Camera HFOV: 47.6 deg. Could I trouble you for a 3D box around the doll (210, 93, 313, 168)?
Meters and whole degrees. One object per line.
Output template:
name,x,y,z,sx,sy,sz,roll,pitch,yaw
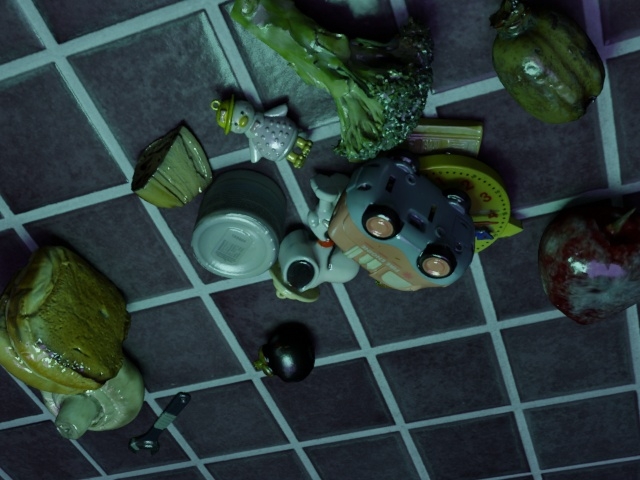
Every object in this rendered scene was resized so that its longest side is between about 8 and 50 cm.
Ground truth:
doll,-0.112,-0.210,1.364,0.207,0.081,0.129,27,107,-15

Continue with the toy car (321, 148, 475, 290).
toy car,0.141,-0.016,1.346,0.270,0.180,0.212,34,139,-12

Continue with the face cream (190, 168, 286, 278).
face cream,-0.162,-0.031,1.464,0.177,0.153,0.177,3,129,4

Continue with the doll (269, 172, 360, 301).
doll,-0.019,-0.004,1.503,0.208,0.144,0.271,-17,130,-6

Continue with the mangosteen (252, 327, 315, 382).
mangosteen,-0.088,0.278,1.721,0.151,0.137,0.137,-17,126,8

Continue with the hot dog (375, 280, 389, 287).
hot dog,0.164,0.094,1.628,0.083,0.021,0.037,11,149,-9

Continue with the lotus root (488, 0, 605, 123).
lotus root,0.365,-0.313,1.214,0.154,0.154,0.278,-35,120,27

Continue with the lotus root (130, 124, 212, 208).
lotus root,-0.301,-0.135,1.438,0.159,0.095,0.135,-46,128,-13

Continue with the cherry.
cherry,0.550,0.048,1.450,0.230,0.203,0.300,1,130,-2

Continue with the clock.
clock,0.241,-0.047,1.449,0.277,0.071,0.293,-33,126,32

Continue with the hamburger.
hamburger,-0.551,0.178,1.558,0.174,0.304,0.284,-33,120,28

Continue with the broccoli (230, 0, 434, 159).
broccoli,0.033,-0.316,1.219,0.252,0.221,0.361,-23,118,43

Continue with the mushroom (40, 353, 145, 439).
mushroom,-0.565,0.373,1.762,0.260,0.234,0.254,8,125,-2

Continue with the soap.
soap,0.182,-0.190,1.388,0.252,0.037,0.092,3,130,1

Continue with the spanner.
spanner,-0.436,0.511,2.002,0.087,0.024,0.316,28,124,-20
